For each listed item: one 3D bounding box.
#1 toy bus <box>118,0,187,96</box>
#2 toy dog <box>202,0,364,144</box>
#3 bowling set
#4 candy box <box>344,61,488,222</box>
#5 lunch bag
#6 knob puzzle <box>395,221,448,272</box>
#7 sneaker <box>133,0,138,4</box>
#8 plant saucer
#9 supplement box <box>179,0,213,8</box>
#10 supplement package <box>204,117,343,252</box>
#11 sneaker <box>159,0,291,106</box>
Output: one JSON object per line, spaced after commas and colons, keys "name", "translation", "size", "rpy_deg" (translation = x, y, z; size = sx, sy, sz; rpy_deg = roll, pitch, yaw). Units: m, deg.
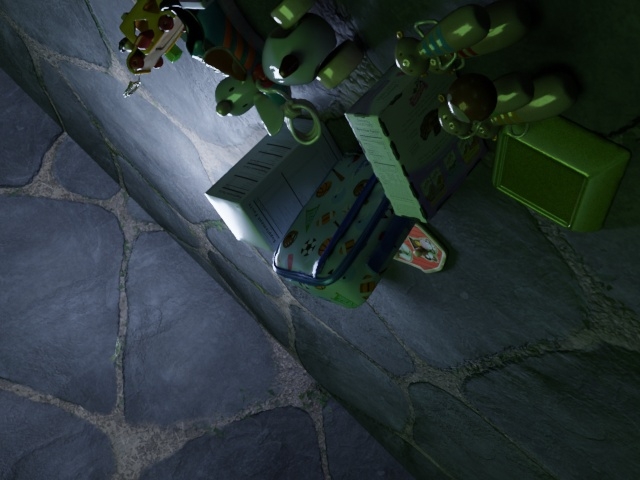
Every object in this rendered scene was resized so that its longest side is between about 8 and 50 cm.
{"name": "toy bus", "translation": [-0.343, -0.414, 1.439], "size": [0.104, 0.202, 0.191], "rpy_deg": [45, 155, 0]}
{"name": "toy dog", "translation": [-0.081, -0.264, 1.189], "size": [0.220, 0.161, 0.334], "rpy_deg": [36, 143, 0]}
{"name": "bowling set", "translation": [0.156, -0.206, 0.861], "size": [0.154, 0.200, 0.287], "rpy_deg": [-18, 114, 48]}
{"name": "candy box", "translation": [0.145, -0.155, 1.056], "size": [0.070, 0.165, 0.196], "rpy_deg": [17, 147, 48]}
{"name": "lunch bag", "translation": [0.064, -0.035, 1.275], "size": [0.115, 0.303, 0.243], "rpy_deg": [39, 165, -27]}
{"name": "knob puzzle", "translation": [0.182, 0.006, 1.504], "size": [0.213, 0.030, 0.213], "rpy_deg": [37, 159, 17]}
{"name": "sneaker", "translation": [-0.385, -0.522, 1.513], "size": [0.134, 0.051, 0.070], "rpy_deg": [55, 159, -20]}
{"name": "plant saucer", "translation": [0.317, -0.095, 1.022], "size": [0.188, 0.045, 0.188], "rpy_deg": [35, 158, 25]}
{"name": "supplement box", "translation": [-0.211, -0.495, 1.114], "size": [0.073, 0.130, 0.239], "rpy_deg": [21, 151, 47]}
{"name": "supplement package", "translation": [-0.083, -0.116, 1.454], "size": [0.133, 0.244, 0.139], "rpy_deg": [18, 147, 50]}
{"name": "sneaker", "translation": [-0.179, -0.350, 1.352], "size": [0.302, 0.121, 0.108], "rpy_deg": [51, 159, -22]}
